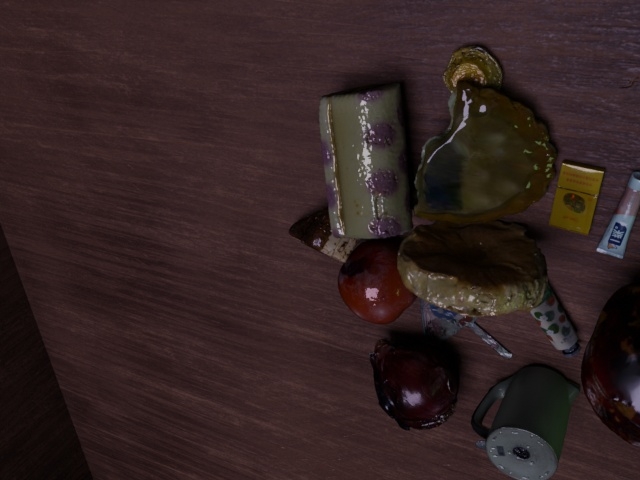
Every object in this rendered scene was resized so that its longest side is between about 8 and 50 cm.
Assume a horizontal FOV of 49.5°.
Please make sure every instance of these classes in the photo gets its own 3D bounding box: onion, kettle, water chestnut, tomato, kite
[{"bbox_3d":[0.261,0.390,1.848,0.281,0.221,0.281,38,161,15],"label":"onion"},{"bbox_3d":[0.486,0.428,1.686,0.240,0.255,0.165,-4,119,33],"label":"kettle"},{"bbox_3d":[0.690,0.234,1.362,0.335,0.335,0.347,30,159,13],"label":"water chestnut"},{"bbox_3d":[0.142,0.097,1.727,0.184,0.208,0.208,39,134,-12],"label":"tomato"},{"bbox_3d":[0.365,0.197,1.782,0.314,0.011,0.335,44,134,0],"label":"kite"}]

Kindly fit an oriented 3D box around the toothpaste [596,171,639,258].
[{"bbox_3d":[0.627,-0.048,1.434,0.056,0.036,0.205,22,133,21],"label":"toothpaste"}]

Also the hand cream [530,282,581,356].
[{"bbox_3d":[0.518,0.152,1.614,0.276,0.095,0.059,54,176,-11],"label":"hand cream"}]

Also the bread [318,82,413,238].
[{"bbox_3d":[0.106,-0.176,1.568,0.187,0.155,0.338,5,107,46],"label":"bread"}]

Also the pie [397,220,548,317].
[{"bbox_3d":[0.325,0.045,1.498,0.339,0.339,0.083,14,128,25],"label":"pie"}]

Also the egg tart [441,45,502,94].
[{"bbox_3d":[0.310,-0.336,1.439,0.130,0.052,0.130,17,130,22],"label":"egg tart"}]

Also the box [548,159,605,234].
[{"bbox_3d":[0.541,-0.090,1.470,0.087,0.023,0.155,15,126,21],"label":"box"}]

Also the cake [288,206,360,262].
[{"bbox_3d":[-0.008,0.006,1.778,0.112,0.135,0.246,40,145,-21],"label":"cake"}]

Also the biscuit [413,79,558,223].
[{"bbox_3d":[0.321,-0.175,1.466,0.329,0.078,0.335,-16,118,19],"label":"biscuit"}]

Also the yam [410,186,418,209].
[{"bbox_3d":[0.189,-0.099,1.665,0.299,0.066,0.066,7,123,29],"label":"yam"}]
